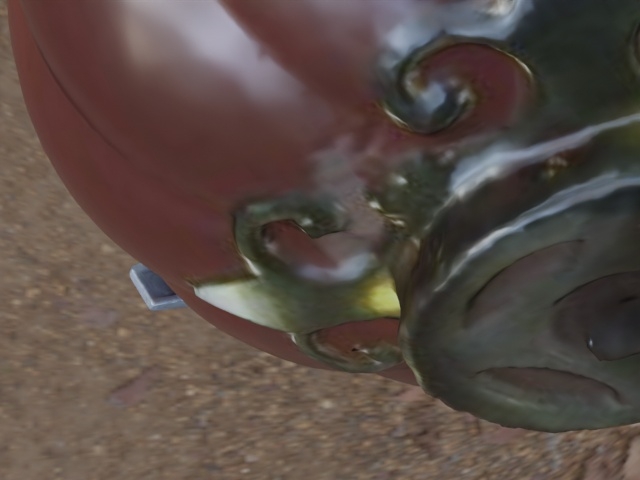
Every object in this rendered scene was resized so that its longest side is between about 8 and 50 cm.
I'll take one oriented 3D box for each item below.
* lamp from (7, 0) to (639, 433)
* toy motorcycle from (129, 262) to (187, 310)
[{"bbox_3d":[0.064,-0.085,0.525,0.303,0.303,0.257,-14,57,10],"label":"lamp"},{"bbox_3d":[-0.001,-0.001,0.949,0.082,0.213,0.122,53,133,36],"label":"toy motorcycle"}]
